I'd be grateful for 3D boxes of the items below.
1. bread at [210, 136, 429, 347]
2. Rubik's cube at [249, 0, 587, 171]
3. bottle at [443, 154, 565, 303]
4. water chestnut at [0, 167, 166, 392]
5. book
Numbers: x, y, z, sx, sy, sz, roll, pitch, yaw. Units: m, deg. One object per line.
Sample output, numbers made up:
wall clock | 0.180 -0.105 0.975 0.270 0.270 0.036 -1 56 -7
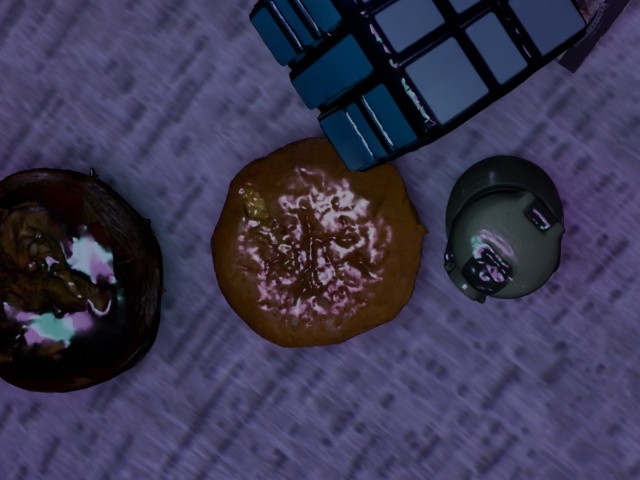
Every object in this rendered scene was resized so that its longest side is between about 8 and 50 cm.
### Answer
bread | -0.006 0.000 1.803 0.312 0.172 0.312 0 97 3
Rubik's cube | 0.121 -0.285 1.624 0.293 0.288 0.283 -37 97 -19
bottle | 0.245 -0.014 1.674 0.169 0.347 0.168 2 101 8
water chestnut | -0.385 0.056 1.776 0.335 0.347 0.335 0 90 6
book | 0.304 -0.355 1.737 0.231 0.026 0.157 34 126 0
